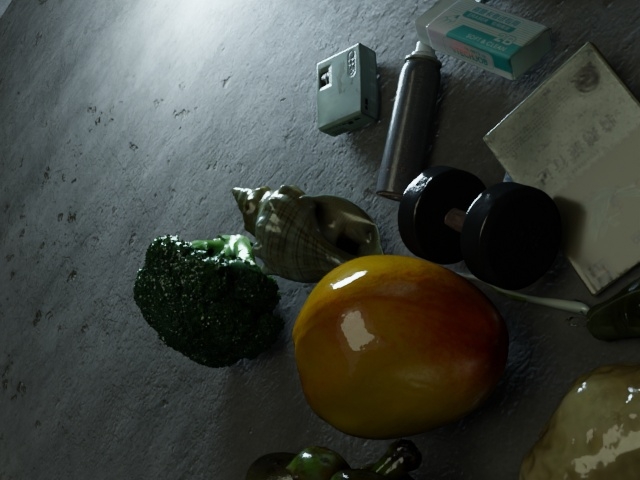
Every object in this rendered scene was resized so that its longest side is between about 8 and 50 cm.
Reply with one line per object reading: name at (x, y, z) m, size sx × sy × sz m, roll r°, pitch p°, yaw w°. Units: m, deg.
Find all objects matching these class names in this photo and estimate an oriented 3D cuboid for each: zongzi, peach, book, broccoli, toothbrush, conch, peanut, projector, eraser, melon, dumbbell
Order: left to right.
broccoli at (-0.211, 0.107, 1.711) m, size 0.308 × 0.308 × 0.275 m, roll -36°, pitch 19°, yaw 31°
melon at (-0.059, 0.417, 1.544) m, size 0.162 × 0.099 × 0.099 m, roll -6°, pitch 72°, yaw 41°
conch at (-0.002, 0.003, 1.599) m, size 0.386 × 0.169 × 0.203 m, roll 34°, pitch 74°, yaw 7°
projector at (0.053, -0.283, 1.697) m, size 0.115 × 0.061 × 0.147 m, roll -17°, pitch 65°, yaw 40°
peach at (0.124, 0.151, 1.329) m, size 0.308 × 0.289 × 0.289 m, roll -27°, pitch 57°, yaw 18°
dumbbell at (0.233, -0.023, 1.334) m, size 0.218 × 0.152 × 0.152 m, roll 23°, pitch 93°, yaw 59°
eraser at (0.266, -0.340, 1.475) m, size 0.095 × 0.052 × 0.225 m, roll -41°, pitch 46°, yaw -15°
toothbrush at (0.297, 0.077, 1.358) m, size 0.263 × 0.022 × 0.026 m, roll 11°, pitch 70°, yaw 47°
book at (0.392, -0.106, 1.288) m, size 0.217 × 0.021 × 0.310 m, roll -43°, pitch 60°, yaw 26°
zongzi at (0.418, 0.077, 1.231) m, size 0.154 × 0.062 × 0.130 m, roll -19°, pitch 42°, yaw 57°
peanut at (0.405, 0.227, 1.096) m, size 0.387 × 0.169 × 0.192 m, roll -42°, pitch 46°, yaw 22°

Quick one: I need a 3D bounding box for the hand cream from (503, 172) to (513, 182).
hand cream at (0.320, -0.131, 1.392) m, size 0.065 × 0.043 × 0.171 m, roll 13°, pitch 90°, yaw 42°

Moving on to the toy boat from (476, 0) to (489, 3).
toy boat at (0.297, -0.464, 1.513) m, size 0.137 × 0.060 × 0.061 m, roll -61°, pitch 23°, yaw 6°

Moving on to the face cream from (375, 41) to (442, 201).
face cream at (0.158, -0.208, 1.556) m, size 0.073 × 0.073 × 0.284 m, roll 4°, pitch 80°, yaw 46°

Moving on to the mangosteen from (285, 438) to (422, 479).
mangosteen at (0.048, 0.468, 1.264) m, size 0.330 × 0.330 × 0.330 m, roll -17°, pitch 65°, yaw 41°
